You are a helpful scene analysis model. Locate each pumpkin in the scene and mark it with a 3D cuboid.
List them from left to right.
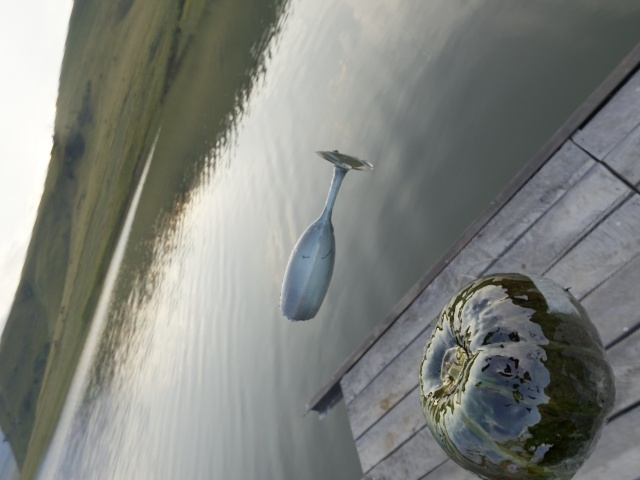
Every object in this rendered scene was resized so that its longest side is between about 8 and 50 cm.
[{"bbox_3d":[0.242,0.176,0.530,0.260,0.189,0.260,-164,90,-87],"label":"pumpkin"}]

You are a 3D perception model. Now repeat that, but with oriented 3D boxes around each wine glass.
[{"bbox_3d":[0.000,0.000,0.483,0.066,0.066,0.198,-118,40,-56],"label":"wine glass"}]
